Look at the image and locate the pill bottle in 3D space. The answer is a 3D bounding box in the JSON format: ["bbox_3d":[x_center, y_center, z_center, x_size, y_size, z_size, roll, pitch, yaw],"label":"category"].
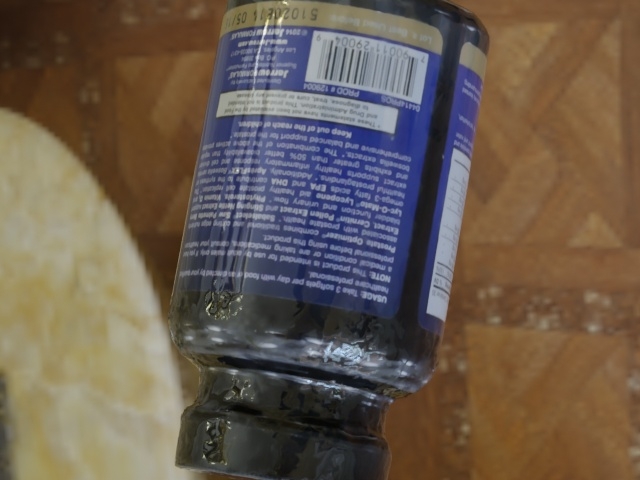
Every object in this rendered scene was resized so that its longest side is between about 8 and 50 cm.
[{"bbox_3d":[0.000,0.000,0.837,0.123,0.123,0.219,-1,76,51],"label":"pill bottle"}]
